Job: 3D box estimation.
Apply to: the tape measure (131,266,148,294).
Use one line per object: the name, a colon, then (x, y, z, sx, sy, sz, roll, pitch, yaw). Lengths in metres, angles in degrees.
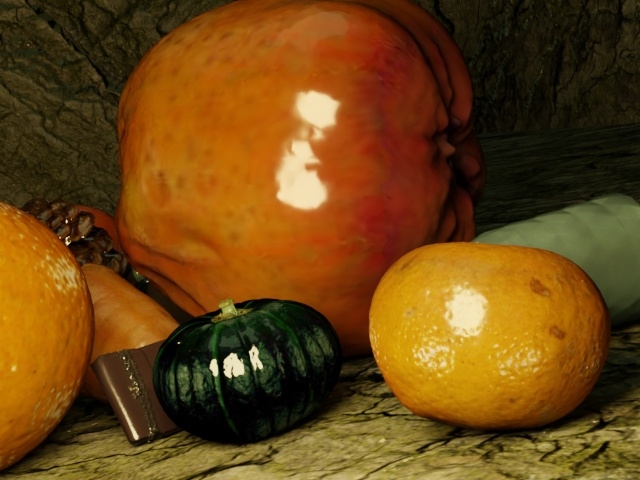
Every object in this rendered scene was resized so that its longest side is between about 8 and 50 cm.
tape measure: (-0.230, 0.040, 2.112, 0.115, 0.207, 0.235, -18, 46, 5)

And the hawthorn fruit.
hawthorn fruit: (-0.027, -0.073, 1.637, 0.472, 0.471, 0.472, -12, 8, 2)

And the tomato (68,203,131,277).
tomato: (-0.401, 0.045, 2.125, 0.189, 0.232, 0.232, 30, 11, 1)

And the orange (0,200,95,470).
orange: (-0.447, 0.089, 1.424, 0.424, 0.326, 0.424, 21, -5, 2)

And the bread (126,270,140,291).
bread: (-0.367, 0.062, 2.450, 0.235, 0.099, 0.210, -13, 4, 36)

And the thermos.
thermos: (0.222, 0.055, 1.498, 0.287, 0.145, 0.182, -15, -23, -17)

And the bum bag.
bum bag: (-0.159, 0.153, 1.482, 0.159, 0.109, 0.026, -17, -26, -36)

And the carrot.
carrot: (-0.219, 0.124, 1.599, 0.225, 0.159, 0.159, 14, 24, 43)

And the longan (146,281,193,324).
longan: (-0.146, 0.071, 1.857, 0.185, 0.159, 0.204, -27, 36, 1)

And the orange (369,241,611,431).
orange: (0.152, 0.087, 1.240, 0.224, 0.170, 0.224, 7, -3, 0)

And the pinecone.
pinecone: (-0.368, 0.059, 1.869, 0.224, 0.272, 0.224, -22, 33, 16)

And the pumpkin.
pumpkin: (-0.076, 0.126, 1.398, 0.202, 0.140, 0.202, -13, 5, 1)
